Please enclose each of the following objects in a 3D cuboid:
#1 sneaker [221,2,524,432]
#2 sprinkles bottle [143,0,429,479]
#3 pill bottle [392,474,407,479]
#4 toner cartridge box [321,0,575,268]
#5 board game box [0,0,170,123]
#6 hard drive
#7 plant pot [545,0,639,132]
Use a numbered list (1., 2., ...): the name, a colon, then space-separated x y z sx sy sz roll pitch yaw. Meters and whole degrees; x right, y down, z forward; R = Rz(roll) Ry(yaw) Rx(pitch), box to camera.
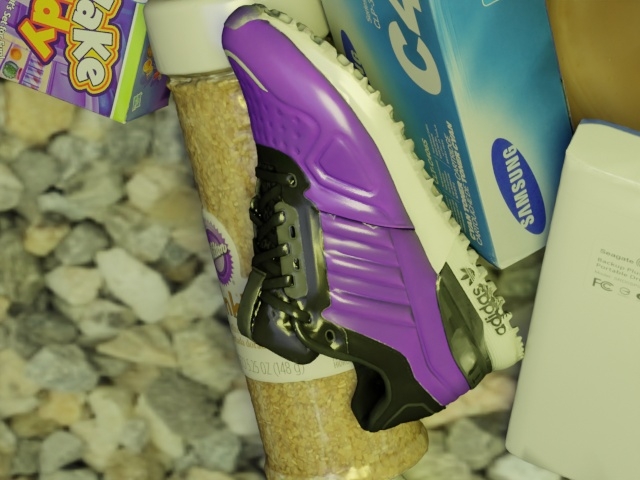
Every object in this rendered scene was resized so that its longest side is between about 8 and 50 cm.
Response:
1. sneaker: 0.000 0.000 1.060 0.146 0.102 0.293 -35 108 -6
2. sprinkles bottle: -0.019 -0.006 1.170 0.121 0.121 0.355 -8 105 21
3. pill bottle: 0.094 0.275 1.211 0.229 0.131 0.131 45 114 3
4. toner cartridge box: 0.058 -0.161 1.013 0.075 0.165 0.348 -30 129 -13
5. board game box: -0.184 -0.285 1.190 0.233 0.078 0.347 20 110 13
6. hard drive: 0.234 0.073 1.063 0.210 0.040 0.319 20 145 13
7. plant pot: 0.244 -0.112 0.994 0.237 0.110 0.237 32 149 22
